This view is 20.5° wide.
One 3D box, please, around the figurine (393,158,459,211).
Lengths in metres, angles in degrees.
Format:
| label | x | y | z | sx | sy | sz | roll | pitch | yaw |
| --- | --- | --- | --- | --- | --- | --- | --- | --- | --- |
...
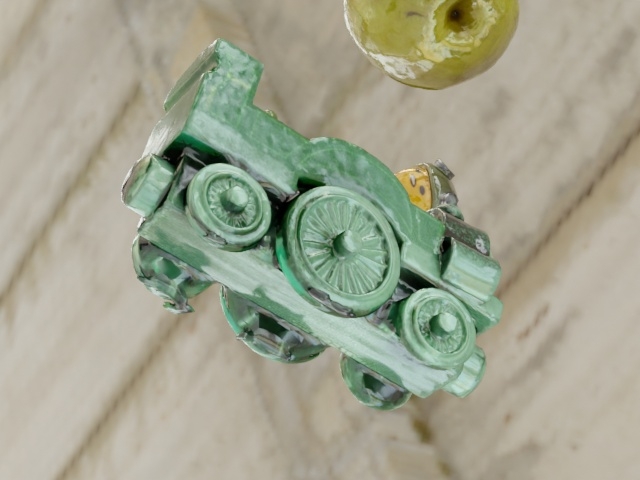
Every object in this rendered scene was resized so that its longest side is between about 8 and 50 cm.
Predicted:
| label | x | y | z | sx | sy | sz | roll | pitch | yaw |
| --- | --- | --- | --- | --- | --- | --- | --- | --- | --- |
| figurine | 0.111 | -0.004 | 2.020 | 0.141 | 0.250 | 0.167 | -21 | -140 | 16 |

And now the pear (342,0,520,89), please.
| label | x | y | z | sx | sy | sz | roll | pitch | yaw |
| --- | --- | --- | --- | --- | --- | --- | --- | --- | --- |
| pear | 0.095 | -0.203 | 1.529 | 0.149 | 0.148 | 0.162 | -69 | -157 | 4 |

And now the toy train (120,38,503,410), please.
| label | x | y | z | sx | sy | sz | roll | pitch | yaw |
| --- | --- | --- | --- | --- | --- | --- | --- | --- | --- |
| toy train | 0.000 | 0.000 | 0.756 | 0.071 | 0.178 | 0.105 | -40 | -154 | 47 |
